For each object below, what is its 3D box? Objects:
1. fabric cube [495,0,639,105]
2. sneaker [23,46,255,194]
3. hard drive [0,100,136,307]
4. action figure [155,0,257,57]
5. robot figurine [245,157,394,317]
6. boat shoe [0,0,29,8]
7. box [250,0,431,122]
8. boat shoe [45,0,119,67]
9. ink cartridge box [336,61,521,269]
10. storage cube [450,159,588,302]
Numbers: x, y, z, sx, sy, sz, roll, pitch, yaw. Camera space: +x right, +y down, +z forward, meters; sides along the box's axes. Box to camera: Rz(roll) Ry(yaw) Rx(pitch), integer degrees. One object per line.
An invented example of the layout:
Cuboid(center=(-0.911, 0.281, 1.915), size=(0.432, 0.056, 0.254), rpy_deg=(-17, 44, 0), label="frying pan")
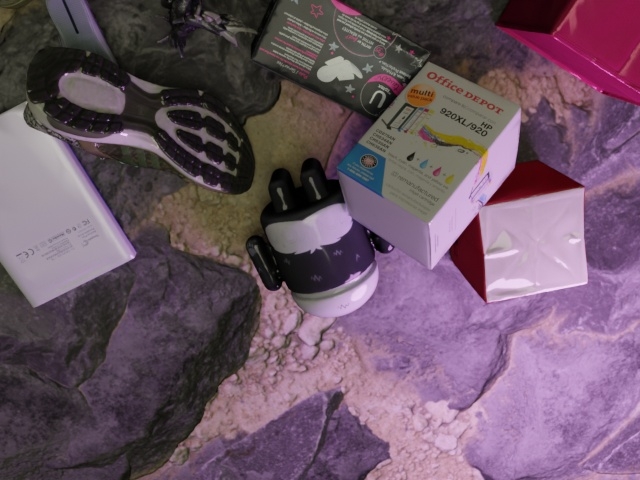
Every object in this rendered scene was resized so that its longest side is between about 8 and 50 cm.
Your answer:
Cuboid(center=(0.480, -0.385, 1.105), size=(0.259, 0.254, 0.258), rpy_deg=(27, 106, -15), label="fabric cube")
Cuboid(center=(-0.297, -0.178, 1.165), size=(0.410, 0.182, 0.158), rpy_deg=(23, 68, -33), label="sneaker")
Cuboid(center=(-0.497, -0.061, 1.224), size=(0.210, 0.040, 0.318), rpy_deg=(-26, 110, 3), label="hard drive")
Cuboid(center=(-0.155, -0.376, 1.069), size=(0.141, 0.276, 0.164), rpy_deg=(10, 70, -31), label="action figure")
Cuboid(center=(-0.002, 0.000, 1.234), size=(0.173, 0.209, 0.278), rpy_deg=(-39, 116, -40), label="robot figurine")
Cuboid(center=(-0.409, -0.459, 1.067), size=(0.285, 0.089, 0.104), rpy_deg=(-43, 108, 9), label="boat shoe")
Cuboid(center=(0.024, -0.305, 1.130), size=(0.247, 0.163, 0.142), rpy_deg=(24, 107, -14), label="box")
Cuboid(center=(-0.375, -0.315, 1.131), size=(0.083, 0.075, 0.226), rpy_deg=(-10, 132, -8), label="boat shoe")
Cuboid(center=(0.169, -0.115, 1.078), size=(0.171, 0.168, 0.232), rpy_deg=(34, 75, 23), label="ink cartridge box")
Cuboid(center=(0.342, -0.020, 1.250), size=(0.215, 0.193, 0.183), rpy_deg=(-11, 110, -3), label="storage cube")
